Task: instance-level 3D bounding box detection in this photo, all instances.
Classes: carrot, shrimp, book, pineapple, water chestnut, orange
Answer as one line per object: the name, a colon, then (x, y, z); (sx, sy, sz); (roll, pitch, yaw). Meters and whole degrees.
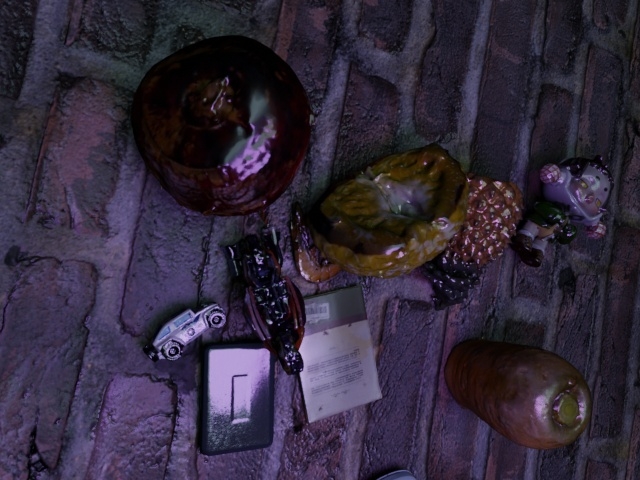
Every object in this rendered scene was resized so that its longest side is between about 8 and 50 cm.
carrot: (0.458, 0.352, 1.147); (0.224, 0.341, 0.224); (0, 90, -20)
shrimp: (0.002, 0.000, 1.115); (0.148, 0.035, 0.195); (-11, 92, -25)
book: (0.034, 0.263, 1.127); (0.201, 0.026, 0.289); (-10, 93, -24)
pineapple: (0.354, 0.017, 1.195); (0.223, 0.223, 0.357); (17, 93, -23)
water chestnut: (-0.171, -0.210, 0.924); (0.351, 0.302, 0.350); (1, 93, 12)
orange: (0.162, -0.039, 1.056); (0.369, 0.271, 0.210); (-29, 131, -16)

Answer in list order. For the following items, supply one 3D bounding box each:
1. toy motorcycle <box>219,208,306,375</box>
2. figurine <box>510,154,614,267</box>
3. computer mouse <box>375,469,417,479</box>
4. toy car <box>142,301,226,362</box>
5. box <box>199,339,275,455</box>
toy motorcycle: (-0.116, 0.079, 0.998); (0.134, 0.207, 0.400); (-19, 79, -10)
figurine: (0.683, -0.092, 1.356); (0.281, 0.167, 0.370); (44, 81, -15)
computer mouse: (0.184, 0.702, 1.147); (0.160, 0.097, 0.288); (-11, 82, -22)
toy car: (-0.274, 0.179, 0.965); (0.171, 0.080, 0.070); (-35, 101, -20)
box: (-0.175, 0.330, 1.020); (0.160, 0.050, 0.230); (2, 88, -23)
